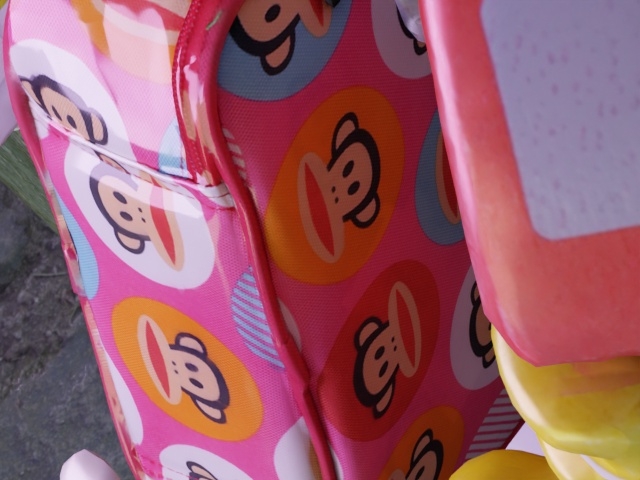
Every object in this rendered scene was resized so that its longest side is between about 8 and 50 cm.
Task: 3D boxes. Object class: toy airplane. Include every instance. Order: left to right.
[{"bbox_3d":[0.132,0.083,0.541,0.384,0.272,0.386,19,137,-15],"label":"toy airplane"}]

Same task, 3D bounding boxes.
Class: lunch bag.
[{"bbox_3d":[0.023,-0.045,0.732,0.120,0.258,0.293,19,140,32],"label":"lunch bag"}]

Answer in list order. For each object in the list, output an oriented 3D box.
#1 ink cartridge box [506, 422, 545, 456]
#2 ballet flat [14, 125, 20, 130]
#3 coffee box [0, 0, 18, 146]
[{"bbox_3d":[0.166,0.069,0.966,0.092,0.160,0.219,45,170,-23],"label":"ink cartridge box"},{"bbox_3d":[-0.225,-0.142,1.495,0.147,0.147,0.409,41,171,-1],"label":"ballet flat"},{"bbox_3d":[-0.318,-0.179,1.045,0.334,0.338,0.338,42,162,-21],"label":"coffee box"}]
